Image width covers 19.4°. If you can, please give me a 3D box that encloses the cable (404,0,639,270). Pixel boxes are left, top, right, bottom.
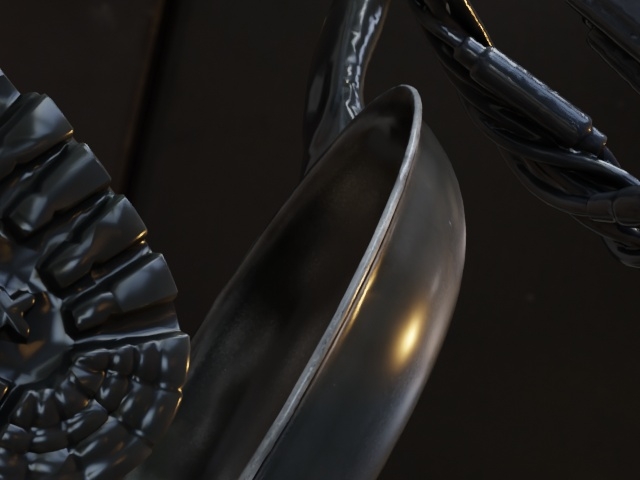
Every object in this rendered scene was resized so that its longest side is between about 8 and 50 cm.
[{"bbox_3d":[0.096,-0.060,0.668,0.047,0.184,0.150,-37,147,-17],"label":"cable"}]

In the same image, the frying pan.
[{"bbox_3d":[-0.016,0.024,0.588,0.197,0.053,0.326,-55,-171,18],"label":"frying pan"}]

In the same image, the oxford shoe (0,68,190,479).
[{"bbox_3d":[-0.114,-0.047,0.380,0.227,0.083,0.096,65,-21,-3],"label":"oxford shoe"}]
